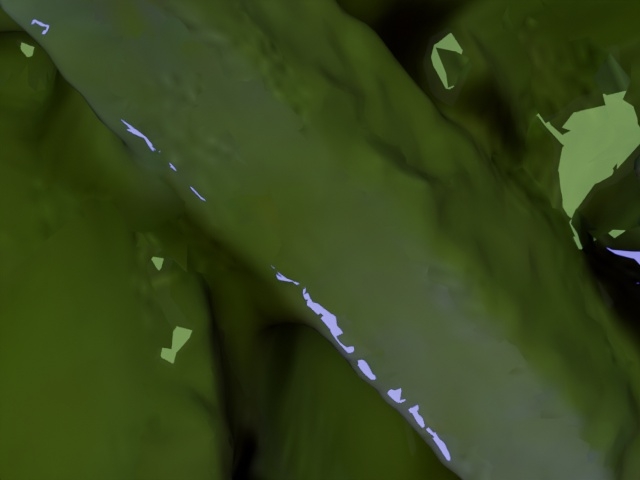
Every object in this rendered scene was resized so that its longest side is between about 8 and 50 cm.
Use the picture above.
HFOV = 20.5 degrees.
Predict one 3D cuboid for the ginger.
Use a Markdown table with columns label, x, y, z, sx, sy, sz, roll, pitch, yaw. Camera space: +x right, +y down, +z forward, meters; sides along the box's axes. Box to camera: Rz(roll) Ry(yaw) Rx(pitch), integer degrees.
| label | x | y | z | sx | sy | sz | roll | pitch | yaw |
| --- | --- | --- | --- | --- | --- | --- | --- | --- | --- |
| ginger | 0.000 | 0.000 | 0.434 | 0.358 | 0.211 | 0.413 | 37 | 93 | 7 |
